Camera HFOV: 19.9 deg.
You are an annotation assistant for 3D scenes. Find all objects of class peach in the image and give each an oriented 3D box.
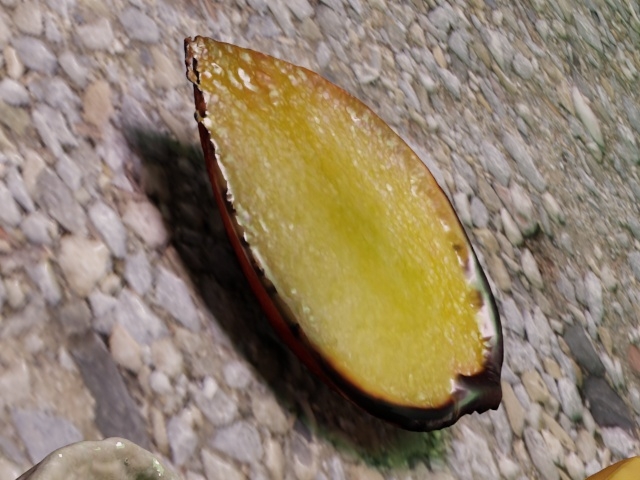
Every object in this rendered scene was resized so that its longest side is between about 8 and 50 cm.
[{"bbox_3d":[-0.002,0.003,1.000,0.279,0.068,0.189,48,33,-21],"label":"peach"}]

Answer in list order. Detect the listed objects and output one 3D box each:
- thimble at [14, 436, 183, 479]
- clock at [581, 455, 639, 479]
[{"bbox_3d":[-0.091,0.136,0.643,0.102,0.090,0.115,50,26,-4],"label":"thimble"},{"bbox_3d":[0.130,0.257,0.790,0.244,0.200,0.317,52,33,1],"label":"clock"}]
